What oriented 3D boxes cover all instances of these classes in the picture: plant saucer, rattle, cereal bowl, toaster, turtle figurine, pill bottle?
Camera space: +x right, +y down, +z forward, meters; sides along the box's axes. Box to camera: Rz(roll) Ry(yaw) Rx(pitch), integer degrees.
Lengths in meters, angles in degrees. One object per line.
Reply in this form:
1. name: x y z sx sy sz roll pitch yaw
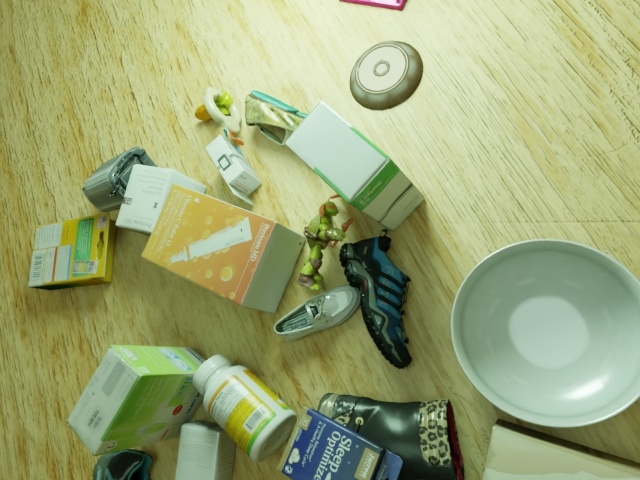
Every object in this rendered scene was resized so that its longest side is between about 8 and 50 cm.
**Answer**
1. plant saucer: 0.162 -0.435 1.233 0.199 0.036 0.198 -6 76 23
2. rattle: -0.299 -0.326 1.369 0.143 0.130 0.199 -24 75 14
3. cereal bowl: 0.428 0.172 0.904 0.339 0.141 0.338 -6 74 23
4. toaster: -0.597 -0.172 1.422 0.147 0.129 0.227 -15 36 26
5. turtle figurine: 0.000 0.000 1.105 0.087 0.269 0.217 13 105 -12
6. pill bottle: -0.186 0.384 1.127 0.246 0.136 0.136 34 92 27

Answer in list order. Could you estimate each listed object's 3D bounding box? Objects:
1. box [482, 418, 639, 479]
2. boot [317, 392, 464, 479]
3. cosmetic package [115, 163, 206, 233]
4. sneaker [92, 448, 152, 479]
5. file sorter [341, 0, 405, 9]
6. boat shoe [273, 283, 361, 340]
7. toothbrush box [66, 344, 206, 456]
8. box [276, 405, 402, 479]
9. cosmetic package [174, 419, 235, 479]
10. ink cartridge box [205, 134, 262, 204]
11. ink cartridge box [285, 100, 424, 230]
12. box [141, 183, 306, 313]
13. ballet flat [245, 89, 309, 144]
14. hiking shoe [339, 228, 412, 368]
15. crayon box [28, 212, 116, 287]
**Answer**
1. box: 0.452 0.425 0.829 0.311 0.148 0.121 11 81 24
2. boot: 0.140 0.497 0.960 0.284 0.138 0.377 -10 68 21
3. cosmetic package: -0.448 -0.099 1.355 0.151 0.151 0.183 10 82 27
4. sneaker: -0.488 0.702 1.190 0.140 0.125 0.340 -13 74 16
5. file sorter: 0.158 -0.798 1.243 0.202 0.182 0.290 23 87 27
6. boat shoe: -0.007 0.176 1.132 0.226 0.076 0.083 -35 66 13
7. toothbrush box: -0.412 0.371 1.148 0.122 0.283 0.206 32 91 26
8. box: 0.034 0.437 0.935 0.225 0.036 0.136 17 77 30
9. cosmetic package: -0.281 0.567 1.154 0.118 0.085 0.230 0 79 24
10. ink cartridge box: -0.228 -0.191 1.308 0.060 0.104 0.180 -39 65 9
11. ink cartridge box: 0.088 -0.150 1.055 0.121 0.289 0.211 -49 63 9
12. box: -0.249 0.018 1.228 0.346 0.168 0.214 20 86 26
13. ballet flat: -0.066 -0.298 1.268 0.349 0.123 0.123 27 89 26
14. hiking shoe: 0.150 0.128 1.057 0.132 0.113 0.303 -21 80 -6
15. crayon box: -0.758 0.039 1.498 0.323 0.083 0.203 -8 74 23
